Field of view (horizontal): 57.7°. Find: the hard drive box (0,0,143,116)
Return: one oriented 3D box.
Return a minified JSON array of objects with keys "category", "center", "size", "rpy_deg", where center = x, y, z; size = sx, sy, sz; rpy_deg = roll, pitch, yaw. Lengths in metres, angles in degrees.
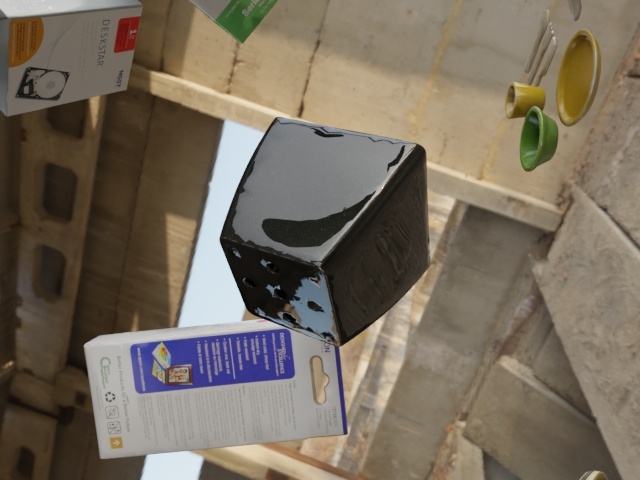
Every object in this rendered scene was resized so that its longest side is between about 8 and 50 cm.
[{"category":"hard drive box","center":[-0.428,-0.325,0.958],"size":[0.232,0.089,0.181],"rpy_deg":[-33,-20,-44]}]

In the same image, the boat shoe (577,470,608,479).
[{"category":"boat shoe","center":[0.251,0.302,0.610],"size":[0.152,0.056,0.049],"rpy_deg":[-42,21,-25]}]

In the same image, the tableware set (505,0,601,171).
[{"category":"tableware set","center":[0.124,-0.113,0.301],"size":[0.154,0.024,0.104],"rpy_deg":[92,-178,-58]}]

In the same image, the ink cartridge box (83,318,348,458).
[{"category":"ink cartridge box","center":[-0.151,0.214,0.864],"size":[0.069,0.370,0.176],"rpy_deg":[-61,-35,-84]}]

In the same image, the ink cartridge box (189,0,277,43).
[{"category":"ink cartridge box","center":[-0.227,-0.504,0.997],"size":[0.121,0.289,0.211],"rpy_deg":[-44,42,16]}]

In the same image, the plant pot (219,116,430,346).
[{"category":"plant pot","center":[0.000,0.000,0.635],"size":[0.167,0.187,0.188],"rpy_deg":[-54,-33,-35]}]
